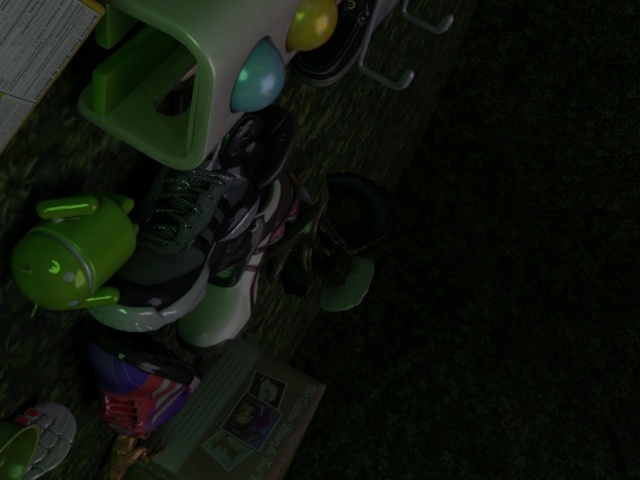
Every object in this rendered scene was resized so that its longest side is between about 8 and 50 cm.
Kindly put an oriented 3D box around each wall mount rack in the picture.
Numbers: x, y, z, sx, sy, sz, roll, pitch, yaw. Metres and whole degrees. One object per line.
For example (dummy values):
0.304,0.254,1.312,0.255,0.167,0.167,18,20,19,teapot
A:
0.168,-0.408,1.319,0.350,0.130,0.304,-56,171,-43,wall mount rack

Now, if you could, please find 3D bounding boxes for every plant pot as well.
-0.262,0.152,0.630,0.083,0.079,0.083,-61,173,-13,plant pot

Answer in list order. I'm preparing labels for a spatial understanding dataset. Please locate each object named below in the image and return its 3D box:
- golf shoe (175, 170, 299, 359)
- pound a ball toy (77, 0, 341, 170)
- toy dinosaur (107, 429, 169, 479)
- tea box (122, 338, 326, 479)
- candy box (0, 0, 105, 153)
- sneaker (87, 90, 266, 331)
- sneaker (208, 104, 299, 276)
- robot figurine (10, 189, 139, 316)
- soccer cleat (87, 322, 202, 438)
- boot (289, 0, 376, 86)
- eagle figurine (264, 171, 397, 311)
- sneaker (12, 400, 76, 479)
-0.117,0.013,1.102,0.120,0.105,0.273,80,29,-63,golf shoe
-0.047,-0.177,0.687,0.319,0.135,0.208,-55,170,-38,pound a ball toy
-0.279,0.308,1.226,0.112,0.064,0.212,12,97,-64,toy dinosaur
-0.184,0.398,1.509,0.329,0.219,0.324,-52,169,-53,tea box
-0.194,-0.052,0.430,0.206,0.027,0.105,-52,176,4,candy box
-0.124,-0.043,0.779,0.269,0.101,0.153,-58,164,-55,sneaker
-0.101,-0.049,0.986,0.228,0.087,0.130,-59,174,1,sneaker
-0.187,0.007,0.662,0.115,0.067,0.101,-53,150,-47,robot figurine
-0.208,0.169,0.982,0.116,0.108,0.318,-56,174,-12,soccer cleat
0.026,-0.302,0.932,0.179,0.085,0.237,89,23,-71,boot
-0.001,-0.011,1.419,0.298,0.226,0.225,1,97,-76,eagle figurine
-0.294,0.215,0.810,0.065,0.061,0.158,-30,-162,46,sneaker
